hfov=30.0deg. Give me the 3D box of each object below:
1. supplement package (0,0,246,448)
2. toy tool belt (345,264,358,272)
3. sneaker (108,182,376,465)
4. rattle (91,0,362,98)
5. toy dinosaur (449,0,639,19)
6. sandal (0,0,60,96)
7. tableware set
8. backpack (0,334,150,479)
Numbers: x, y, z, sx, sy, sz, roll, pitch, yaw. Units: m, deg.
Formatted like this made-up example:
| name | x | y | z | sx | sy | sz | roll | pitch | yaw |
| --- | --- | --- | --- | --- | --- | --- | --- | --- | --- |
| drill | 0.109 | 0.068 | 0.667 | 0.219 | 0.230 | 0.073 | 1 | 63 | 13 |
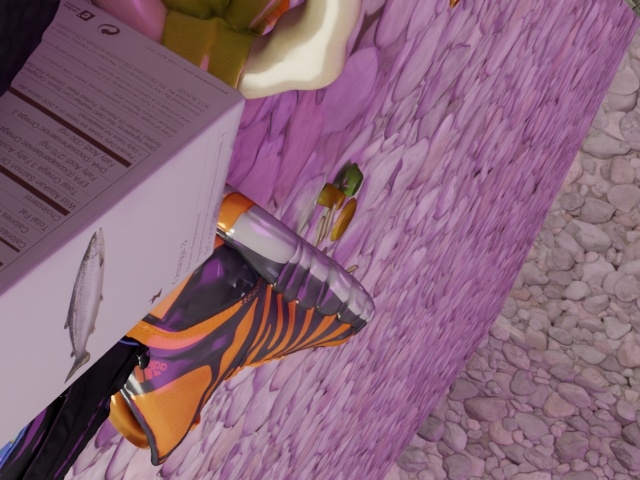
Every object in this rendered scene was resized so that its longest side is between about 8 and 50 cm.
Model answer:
| name | x | y | z | sx | sy | sz | roll | pitch | yaw |
| --- | --- | --- | --- | --- | --- | --- | --- | --- | --- |
| supplement package | -0.128 | -0.006 | 0.497 | 0.179 | 0.105 | 0.105 | -46 | 162 | -41 |
| toy tool belt | 0.021 | 0.058 | 1.266 | 0.051 | 0.052 | 0.083 | -44 | 162 | -21 |
| sneaker | -0.077 | 0.062 | 0.840 | 0.180 | 0.125 | 0.321 | -54 | 155 | -1 |
| rattle | -0.040 | -0.173 | 0.539 | 0.142 | 0.130 | 0.199 | -60 | 144 | -44 |
| toy dinosaur | 0.151 | -0.225 | 0.710 | 0.322 | 0.218 | 0.164 | -18 | -177 | 0 |
| sandal | -0.203 | -0.008 | 0.293 | 0.445 | 0.107 | 0.167 | -62 | 172 | -48 |
| tableware set | 0.000 | 0.000 | 1.136 | 0.104 | 0.024 | 0.154 | -50 | 163 | -44 |
| backpack | -0.160 | 0.085 | 0.622 | 0.114 | 0.084 | 0.105 | -63 | 166 | -4 |
